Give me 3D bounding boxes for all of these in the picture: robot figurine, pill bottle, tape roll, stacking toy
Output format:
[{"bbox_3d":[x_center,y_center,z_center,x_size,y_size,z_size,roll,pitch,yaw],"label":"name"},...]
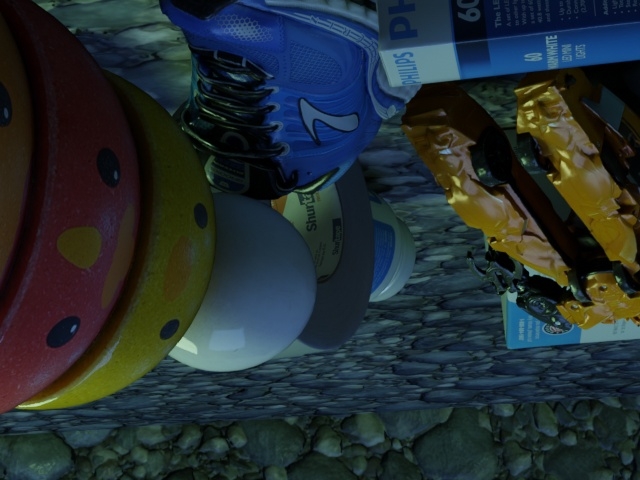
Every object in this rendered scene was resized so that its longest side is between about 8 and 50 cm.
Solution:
[{"bbox_3d":[0.201,-0.033,1.567,0.211,0.085,0.291,-12,136,34],"label":"robot figurine"},{"bbox_3d":[0.000,0.000,1.828,0.124,0.124,0.221,-12,165,29],"label":"pill bottle"},{"bbox_3d":[-0.039,-0.018,1.524,0.072,0.219,0.219,-11,165,28],"label":"tape roll"},{"bbox_3d":[-0.178,-0.016,1.151,0.350,0.351,0.480,-16,160,41],"label":"stacking toy"}]

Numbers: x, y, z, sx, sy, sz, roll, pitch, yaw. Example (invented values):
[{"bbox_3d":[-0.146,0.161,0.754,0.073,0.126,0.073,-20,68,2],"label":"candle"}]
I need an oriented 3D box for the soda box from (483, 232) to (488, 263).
[{"bbox_3d":[0.277,-0.015,1.983,0.216,0.069,0.074,-9,166,16],"label":"soda box"}]

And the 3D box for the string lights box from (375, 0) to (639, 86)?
[{"bbox_3d":[0.158,-0.172,1.105,0.259,0.133,0.077,-5,168,7],"label":"string lights box"}]

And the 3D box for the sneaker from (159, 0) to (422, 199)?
[{"bbox_3d":[-0.028,-0.097,1.265,0.130,0.147,0.330,29,178,20],"label":"sneaker"}]

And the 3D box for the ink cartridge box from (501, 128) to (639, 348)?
[{"bbox_3d":[0.318,-0.010,1.793,0.307,0.129,0.223,-5,152,2],"label":"ink cartridge box"}]

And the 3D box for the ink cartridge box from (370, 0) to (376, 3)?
[{"bbox_3d":[0.041,-0.175,1.291,0.063,0.029,0.115,-8,166,17],"label":"ink cartridge box"}]

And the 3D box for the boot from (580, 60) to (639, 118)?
[{"bbox_3d":[0.295,-0.114,1.577,0.198,0.077,0.137,23,157,-37],"label":"boot"}]
